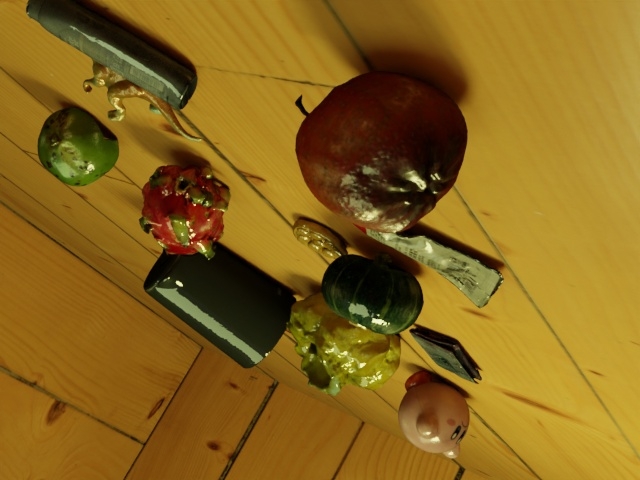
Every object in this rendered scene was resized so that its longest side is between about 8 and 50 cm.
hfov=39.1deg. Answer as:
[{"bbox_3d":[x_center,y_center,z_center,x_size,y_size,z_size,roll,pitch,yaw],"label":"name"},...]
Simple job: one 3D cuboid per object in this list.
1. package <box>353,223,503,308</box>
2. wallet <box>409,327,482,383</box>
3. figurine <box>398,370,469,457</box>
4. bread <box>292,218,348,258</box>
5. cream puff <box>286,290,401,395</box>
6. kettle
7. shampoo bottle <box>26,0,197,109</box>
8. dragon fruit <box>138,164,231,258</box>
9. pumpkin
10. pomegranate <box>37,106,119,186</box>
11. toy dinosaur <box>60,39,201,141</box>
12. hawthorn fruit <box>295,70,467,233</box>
[{"bbox_3d":[0.146,0.018,1.302,0.239,0.030,0.154,28,166,8],"label":"package"},{"bbox_3d":[0.250,0.226,1.789,0.111,0.030,0.166,24,163,39],"label":"wallet"},{"bbox_3d":[0.265,0.410,2.094,0.173,0.173,0.173,28,165,8],"label":"figurine"},{"bbox_3d":[0.000,0.000,1.531,0.110,0.024,0.110,27,165,8],"label":"bread"},{"bbox_3d":[0.035,0.234,1.928,0.281,0.185,0.282,25,166,7],"label":"cream puff"},{"bbox_3d":[-0.227,0.108,2.088,0.308,0.262,0.203,38,128,-16],"label":"kettle"},{"bbox_3d":[-0.271,-0.252,1.174,0.233,0.049,0.087,31,167,-2],"label":"shampoo bottle"},{"bbox_3d":[-0.232,-0.054,1.559,0.166,0.160,0.172,46,168,16],"label":"dragon fruit"},{"bbox_3d":[0.086,0.084,1.449,0.167,0.125,0.167,30,167,8],"label":"pumpkin"},{"bbox_3d":[-0.444,-0.158,1.668,0.143,0.122,0.169,-4,152,12],"label":"pomegranate"},{"bbox_3d":[-0.260,-0.227,1.266,0.212,0.057,0.142,16,143,9],"label":"toy dinosaur"},{"bbox_3d":[0.045,-0.098,0.898,0.194,0.157,0.157,33,169,33],"label":"hawthorn fruit"}]
